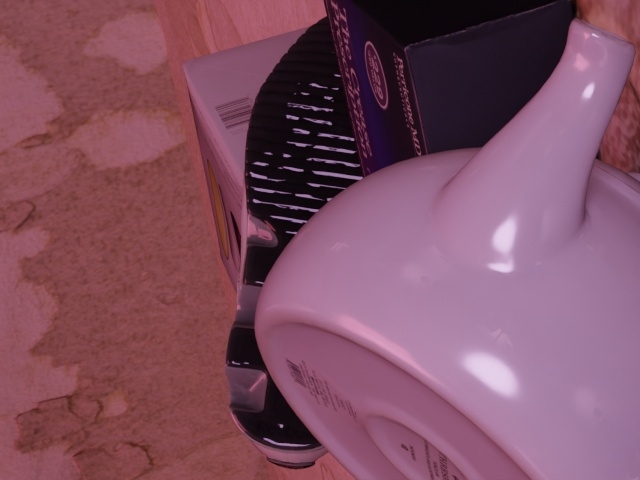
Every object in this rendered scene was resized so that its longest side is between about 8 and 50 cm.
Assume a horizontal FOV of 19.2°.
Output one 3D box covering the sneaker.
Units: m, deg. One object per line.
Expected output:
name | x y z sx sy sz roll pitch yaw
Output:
sneaker | 0.000 0.000 1.336 0.146 0.122 0.330 83 -160 -73

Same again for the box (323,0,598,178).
box | 0.091 -0.029 1.114 0.184 0.103 0.261 -132 26 -64

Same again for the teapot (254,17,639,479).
teapot | 0.107 0.044 0.921 0.252 0.187 0.256 48 159 -15

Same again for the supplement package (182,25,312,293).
supplement package | -0.004 -0.033 1.523 0.194 0.149 0.203 -119 16 -52
